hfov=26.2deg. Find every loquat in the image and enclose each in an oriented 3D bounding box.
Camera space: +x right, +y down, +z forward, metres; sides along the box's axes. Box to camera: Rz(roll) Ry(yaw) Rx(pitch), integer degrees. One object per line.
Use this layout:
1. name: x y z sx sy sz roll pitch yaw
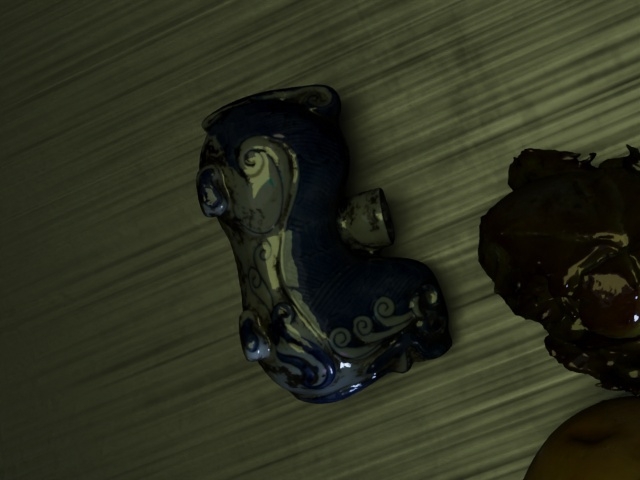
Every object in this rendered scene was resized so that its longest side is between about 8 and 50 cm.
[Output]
1. loquat: 0.261 0.236 1.128 0.213 0.213 0.213 0 91 17

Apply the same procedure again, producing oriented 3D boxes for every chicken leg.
1. chicken leg: 0.304 0.030 1.146 0.361 0.140 0.211 9 85 20

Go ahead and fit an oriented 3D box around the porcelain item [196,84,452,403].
1. porcelain item: 0.000 0.000 1.241 0.186 0.138 0.288 -16 88 6
